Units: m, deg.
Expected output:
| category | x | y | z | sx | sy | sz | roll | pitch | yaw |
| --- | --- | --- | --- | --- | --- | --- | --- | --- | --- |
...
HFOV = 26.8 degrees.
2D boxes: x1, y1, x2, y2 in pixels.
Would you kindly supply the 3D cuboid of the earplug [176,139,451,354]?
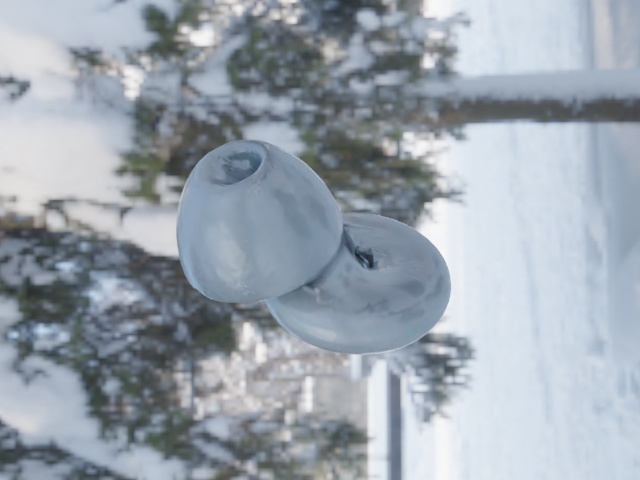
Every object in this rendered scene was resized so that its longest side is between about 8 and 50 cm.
| category | x | y | z | sx | sy | sz | roll | pitch | yaw |
| --- | --- | --- | --- | --- | --- | --- | --- | --- | --- |
| earplug | -0.007 | 0.009 | 1.466 | 0.175 | 0.325 | 0.214 | -53 | 27 | 29 |
